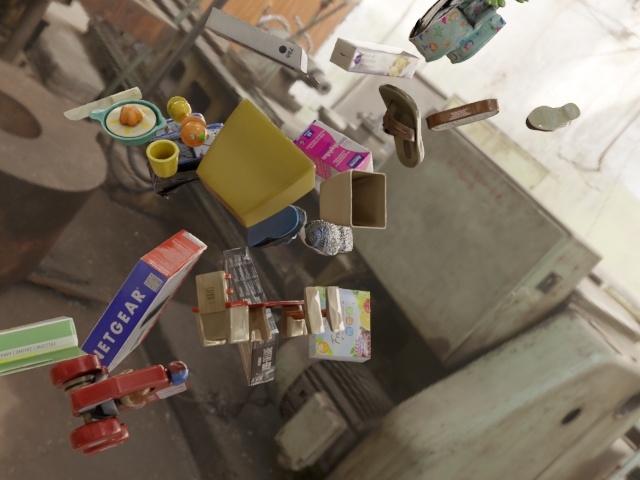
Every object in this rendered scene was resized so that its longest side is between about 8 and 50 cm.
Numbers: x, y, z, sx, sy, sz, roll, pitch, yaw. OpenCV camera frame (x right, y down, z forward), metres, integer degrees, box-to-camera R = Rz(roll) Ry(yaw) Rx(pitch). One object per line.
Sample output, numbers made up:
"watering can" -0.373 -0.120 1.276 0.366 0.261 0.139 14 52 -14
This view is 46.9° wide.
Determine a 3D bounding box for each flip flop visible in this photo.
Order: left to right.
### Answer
"flip flop" 0.215 -0.306 2.033 0.112 0.080 0.277 25 -35 39

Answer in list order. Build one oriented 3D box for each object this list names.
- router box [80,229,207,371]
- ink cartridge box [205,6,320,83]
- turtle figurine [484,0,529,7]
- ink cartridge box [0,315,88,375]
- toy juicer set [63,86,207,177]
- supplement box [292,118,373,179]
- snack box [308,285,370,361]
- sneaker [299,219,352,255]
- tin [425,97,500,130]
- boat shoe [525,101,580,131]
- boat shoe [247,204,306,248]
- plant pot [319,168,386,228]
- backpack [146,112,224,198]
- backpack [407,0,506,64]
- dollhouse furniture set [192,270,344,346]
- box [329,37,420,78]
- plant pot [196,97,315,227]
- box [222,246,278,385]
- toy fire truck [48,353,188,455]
"router box" -0.442 0.155 1.825 0.082 0.335 0.301 36 16 -1
"ink cartridge box" -0.144 -0.535 2.037 0.332 0.065 0.165 26 7 0
"turtle figurine" 0.454 -0.603 1.514 0.274 0.266 0.198 23 44 6
"ink cartridge box" -0.463 0.163 1.137 0.171 0.056 0.235 -12 0 -25
"toy juicer set" -0.406 -0.291 1.689 0.329 0.209 0.089 31 -34 20
"supplement box" 0.038 -0.250 2.216 0.220 0.111 0.114 33 -21 22
"snack box" 0.057 0.250 2.193 0.174 0.070 0.207 9 67 -17
"sneaker" 0.000 0.000 1.634 0.211 0.081 0.080 15 71 -65
"tin" 0.364 -0.320 1.886 0.106 0.189 0.040 8 71 -68
"boat shoe" 0.409 -0.216 1.319 0.137 0.043 0.049 -19 82 -35
"boat shoe" -0.102 -0.040 1.951 0.089 0.109 0.258 10 -12 -31
"plant pot" 0.057 -0.076 1.433 0.096 0.109 0.109 -3 -3 42
"backpack" -0.401 -0.267 2.279 0.276 0.263 0.213 147 -69 -73
"backpack" 0.381 -0.609 2.092 0.191 0.253 0.225 53 -3 -14
"dollhouse furniture set" -0.126 0.132 1.468 0.259 0.262 0.135 4 77 -55
"box" 0.144 -0.459 1.872 0.067 0.063 0.324 36 26 27
"plant pot" -0.151 -0.150 1.630 0.212 0.187 0.212 45 -8 6
"box" -0.202 0.212 2.065 0.076 0.242 0.307 -11 53 -17
"toy fire truck" -0.395 0.310 1.512 0.302 0.254 0.169 113 -45 -69
